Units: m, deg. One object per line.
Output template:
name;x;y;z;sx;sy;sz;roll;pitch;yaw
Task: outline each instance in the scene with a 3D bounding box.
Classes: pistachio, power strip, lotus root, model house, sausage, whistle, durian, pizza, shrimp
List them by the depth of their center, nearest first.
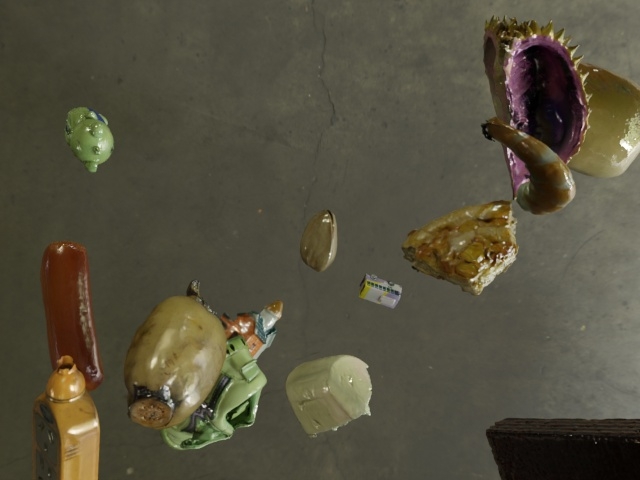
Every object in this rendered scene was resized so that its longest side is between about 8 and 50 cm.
power strip;-0.190;0.164;0.379;0.049;0.028;0.178;24;113;33
lotus root;-0.181;0.141;0.667;0.118;0.221;0.125;25;125;-6
shrimp;0.288;-0.104;0.742;0.166;0.161;0.049;42;86;7
pizza;0.213;0.014;0.759;0.182;0.062;0.161;-12;47;11
durian;0.332;-0.240;0.836;0.153;0.260;0.186;-21;41;-8
sausage;-0.477;0.145;0.978;0.089;0.083;0.300;-7;84;-29
whistle;-0.492;-0.227;1.083;0.227;0.085;0.105;45;123;45
pistachio;0.000;0.000;1.501;0.108;0.126;0.185;8;84;-27
model house;-0.256;0.289;1.670;0.190;0.271;0.301;37;74;25

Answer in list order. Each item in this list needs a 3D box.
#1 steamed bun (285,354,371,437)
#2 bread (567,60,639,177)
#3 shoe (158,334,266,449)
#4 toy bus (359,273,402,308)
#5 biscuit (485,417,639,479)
steamed bun;0.042;0.397;1.347;0.225;0.170;0.200;-25;92;41
bread;0.781;-0.381;1.537;0.376;0.253;0.348;18;68;-4
shoe;-0.183;0.272;0.844;0.128;0.140;0.262;47;123;33
toy bus;0.153;0.130;1.294;0.102;0.052;0.058;20;38;-7
biscuit;0.455;0.358;0.846;0.073;0.388;0.107;-13;83;-39
